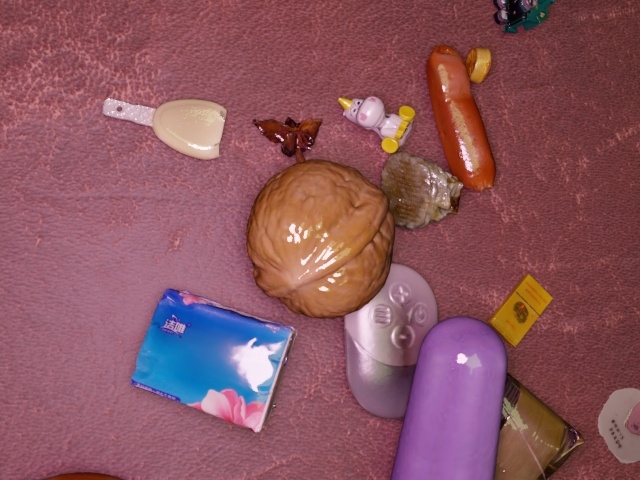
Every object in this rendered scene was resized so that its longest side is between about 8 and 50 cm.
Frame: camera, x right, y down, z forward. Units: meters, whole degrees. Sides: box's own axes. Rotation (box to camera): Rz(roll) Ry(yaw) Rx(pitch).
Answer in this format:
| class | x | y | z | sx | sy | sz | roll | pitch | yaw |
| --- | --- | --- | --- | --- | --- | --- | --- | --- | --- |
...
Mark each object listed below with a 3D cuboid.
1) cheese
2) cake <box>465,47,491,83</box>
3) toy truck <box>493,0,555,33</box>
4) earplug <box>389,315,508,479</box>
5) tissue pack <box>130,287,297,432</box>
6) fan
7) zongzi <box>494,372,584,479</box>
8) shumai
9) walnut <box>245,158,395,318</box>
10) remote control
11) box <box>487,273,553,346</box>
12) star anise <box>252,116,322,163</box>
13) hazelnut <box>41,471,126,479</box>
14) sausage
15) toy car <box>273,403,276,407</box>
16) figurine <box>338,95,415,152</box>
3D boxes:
| class | x | y | z | sx | sy | sz | roll | pitch | yaw |
| --- | --- | --- | --- | --- | --- | --- | --- | --- | --- |
| cheese | -0.324 | -0.249 | 1.318 | 0.251 | 0.054 | 0.127 | 11 | 78 | -12 |
| cake | 0.373 | -0.414 | 1.495 | 0.044 | 0.084 | 0.084 | 9 | 82 | -11 |
| toy truck | 0.502 | -0.616 | 1.541 | 0.116 | 0.110 | 0.216 | 5 | 82 | -26 |
| earplug | 0.258 | 0.375 | 1.259 | 0.215 | 0.215 | 0.456 | 6 | 98 | -13 |
| tissue pack | -0.203 | 0.224 | 1.224 | 0.269 | 0.137 | 0.209 | 19 | 79 | 7 |
| fan | 0.815 | 0.415 | 1.555 | 0.310 | 0.010 | 0.182 | -30 | 91 | -15 |
| zongzi | 0.362 | 0.454 | 1.374 | 0.289 | 0.154 | 0.317 | 40 | 82 | 1 |
| shumai | 0.233 | -0.124 | 1.408 | 0.142 | 0.184 | 0.184 | -15 | 88 | -39 |
| walnut | 0.000 | 0.000 | 1.232 | 0.332 | 0.333 | 0.333 | 2 | 84 | -14 |
| remote control | 0.156 | 0.214 | 1.363 | 0.221 | 0.103 | 0.332 | 0 | 86 | -19 |
| box | 0.471 | 0.165 | 1.490 | 0.087 | 0.023 | 0.155 | 45 | 76 | -8 |
| star anise | -0.058 | -0.194 | 1.384 | 0.158 | 0.144 | 0.140 | -9 | 42 | -22 |
| hazelnut | -0.426 | 0.584 | 1.072 | 0.365 | 0.366 | 0.366 | 2 | 84 | -14 |
| sausage | 0.318 | -0.279 | 1.463 | 0.097 | 0.094 | 0.348 | -14 | 86 | -28 |
| toy car | -0.120 | 0.282 | 1.313 | 0.073 | 0.054 | 0.143 | 13 | 80 | -10 |
| figurine | 0.118 | -0.268 | 1.395 | 0.178 | 0.129 | 0.109 | 22 | 99 | -14 |
